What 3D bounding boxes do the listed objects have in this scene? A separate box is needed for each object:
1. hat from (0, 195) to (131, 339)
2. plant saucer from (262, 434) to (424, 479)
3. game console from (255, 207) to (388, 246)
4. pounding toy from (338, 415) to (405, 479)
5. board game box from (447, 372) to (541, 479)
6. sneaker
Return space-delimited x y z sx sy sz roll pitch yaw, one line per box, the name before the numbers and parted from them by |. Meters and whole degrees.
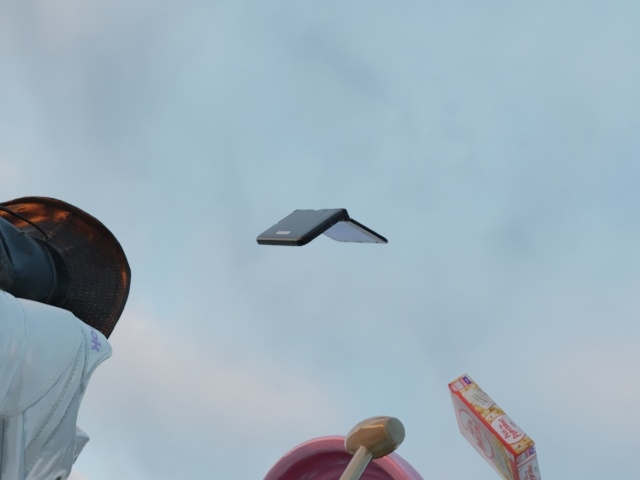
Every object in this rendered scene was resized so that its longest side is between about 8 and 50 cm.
hat | -0.388 0.040 0.948 0.331 0.331 0.134 17 -32 24
plant saucer | 0.038 0.403 1.003 0.332 0.332 0.084 -8 -16 41
game console | 0.000 0.000 1.017 0.122 0.107 0.071 1 -58 59
pounding toy | 0.014 0.299 0.757 0.154 0.270 0.154 15 -23 -26
board game box | 0.307 0.345 1.476 0.193 0.045 0.147 46 -19 50
sneaker | -0.243 0.184 0.588 0.114 0.305 0.152 29 4 40
